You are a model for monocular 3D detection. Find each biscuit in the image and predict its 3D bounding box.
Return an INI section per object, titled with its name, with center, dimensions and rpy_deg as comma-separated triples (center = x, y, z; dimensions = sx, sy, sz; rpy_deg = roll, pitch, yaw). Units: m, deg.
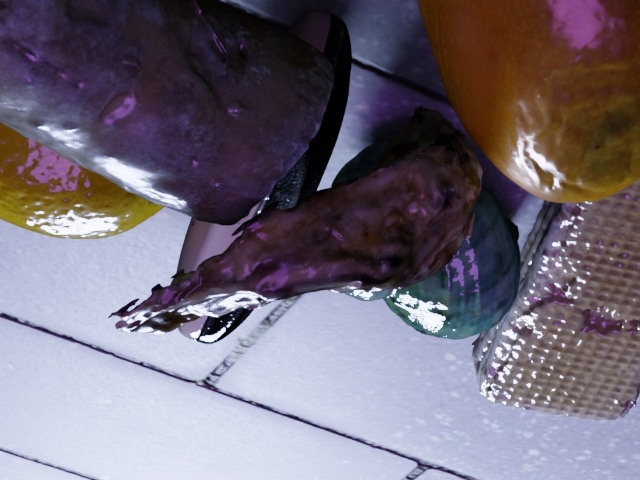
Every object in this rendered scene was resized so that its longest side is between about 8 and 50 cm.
[biscuit]
center = 0.230, 0.001, 1.246
dimensions = 0.144, 0.079, 0.426
rpy_deg = 9, 141, -5

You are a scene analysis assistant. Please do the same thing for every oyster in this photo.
[oyster]
center = 0.000, 0.004, 1.039
dimensions = 0.094, 0.294, 0.166
rpy_deg = 64, 160, -7

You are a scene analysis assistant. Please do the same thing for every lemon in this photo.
[lemon]
center = -0.164, -0.088, 1.090
dimensions = 0.203, 0.178, 0.178
rpy_deg = 18, 141, -34

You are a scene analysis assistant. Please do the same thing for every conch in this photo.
[conch]
center = 0.074, 0.005, 1.233
dimensions = 0.188, 0.122, 0.176
rpy_deg = 30, 159, -25

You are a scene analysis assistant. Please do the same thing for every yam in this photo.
[yam]
center = -0.128, -0.109, 0.913
dimensions = 0.133, 0.133, 0.330
rpy_deg = -28, 142, 34

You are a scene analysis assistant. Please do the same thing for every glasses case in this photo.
[glasses case]
center = -0.045, -0.038, 1.185
dimensions = 0.075, 0.122, 0.314
rpy_deg = 19, 141, -8

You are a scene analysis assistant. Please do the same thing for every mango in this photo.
[mango]
center = 0.134, -0.167, 0.967
dimensions = 0.144, 0.187, 0.359
rpy_deg = -34, 133, -21
